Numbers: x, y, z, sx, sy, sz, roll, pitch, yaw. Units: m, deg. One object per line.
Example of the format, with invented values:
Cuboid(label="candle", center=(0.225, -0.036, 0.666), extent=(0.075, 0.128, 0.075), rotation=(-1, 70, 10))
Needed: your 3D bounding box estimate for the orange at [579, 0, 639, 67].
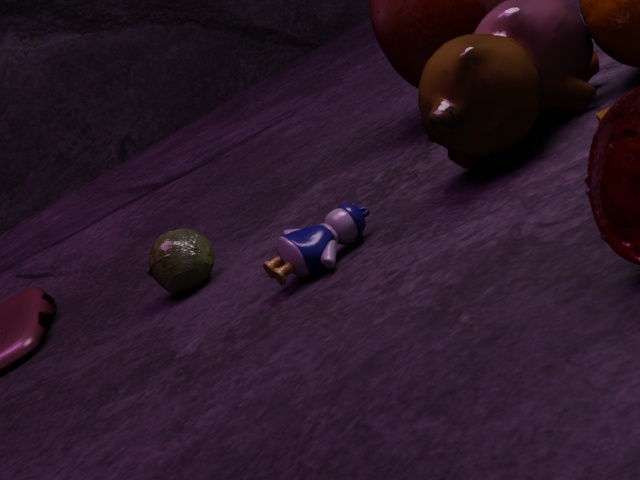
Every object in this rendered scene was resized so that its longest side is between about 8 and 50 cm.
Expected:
Cuboid(label="orange", center=(0.380, -0.278, 1.291), extent=(0.156, 0.156, 0.124), rotation=(-40, -2, -36))

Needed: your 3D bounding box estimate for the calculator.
Cuboid(label="calculator", center=(-0.507, 0.155, 1.699), extent=(0.220, 0.048, 0.330), rotation=(-29, 17, -5))

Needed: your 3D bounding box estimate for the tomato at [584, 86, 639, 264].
Cuboid(label="tomato", center=(0.283, -0.052, 0.818), extent=(0.091, 0.139, 0.159), rotation=(-8, -14, -33))

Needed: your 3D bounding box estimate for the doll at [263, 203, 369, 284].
Cuboid(label="doll", center=(0.000, 0.000, 1.272), extent=(0.143, 0.058, 0.099), rotation=(-35, 37, -21))

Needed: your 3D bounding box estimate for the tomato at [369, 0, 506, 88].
Cuboid(label="tomato", center=(0.195, -0.330, 1.590), extent=(0.265, 0.265, 0.265), rotation=(-27, 15, 8))

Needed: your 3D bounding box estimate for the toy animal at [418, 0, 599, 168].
Cuboid(label="toy animal", center=(0.214, -0.188, 1.301), extent=(0.195, 0.169, 0.281), rotation=(25, 50, 28))

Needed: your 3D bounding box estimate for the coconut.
Cuboid(label="coconut", center=(-0.190, 0.028, 1.475), extent=(0.096, 0.088, 0.088), rotation=(-21, 17, 11))

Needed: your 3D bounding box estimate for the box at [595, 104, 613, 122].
Cuboid(label="box", center=(0.340, -0.127, 1.133), extent=(0.087, 0.023, 0.155), rotation=(-30, 15, 10))
